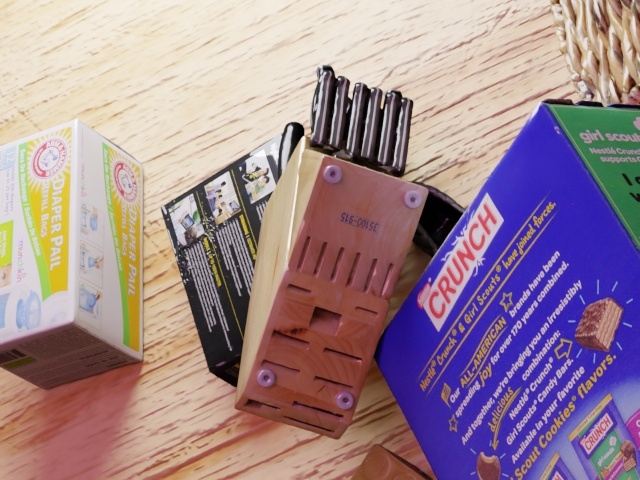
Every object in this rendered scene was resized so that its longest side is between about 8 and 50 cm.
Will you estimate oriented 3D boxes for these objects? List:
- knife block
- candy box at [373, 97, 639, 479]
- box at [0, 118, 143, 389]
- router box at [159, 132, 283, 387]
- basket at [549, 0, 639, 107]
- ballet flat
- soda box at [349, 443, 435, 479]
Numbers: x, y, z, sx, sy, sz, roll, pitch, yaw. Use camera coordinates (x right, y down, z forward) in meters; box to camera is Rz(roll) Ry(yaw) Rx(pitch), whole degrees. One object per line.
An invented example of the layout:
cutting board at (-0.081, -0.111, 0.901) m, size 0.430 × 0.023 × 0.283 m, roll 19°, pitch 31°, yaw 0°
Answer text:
knife block at (0.000, 0.000, 1.568) m, size 0.242 × 0.088 × 0.276 m, roll -156°, pitch 84°, yaw -79°
candy box at (0.195, 0.105, 1.350) m, size 0.268 × 0.122 × 0.317 m, roll -58°, pitch 45°, yaw 36°
box at (-0.230, 0.012, 1.747) m, size 0.114 × 0.103 × 0.203 m, roll -17°, pitch 60°, yaw 26°
router box at (-0.053, 0.016, 1.666) m, size 0.133 × 0.046 × 0.179 m, roll -31°, pitch 55°, yaw 17°
basket at (0.316, -0.209, 1.503) m, size 0.213 × 0.223 × 0.299 m, roll -44°, pitch 43°, yaw 51°
ballet flat at (0.116, 0.006, 1.557) m, size 0.173 × 0.049 × 0.057 m, roll 33°, pitch 89°, yaw 39°
soda box at (0.024, 0.249, 1.496) m, size 0.061 × 0.058 × 0.181 m, roll 34°, pitch 88°, yaw 38°
